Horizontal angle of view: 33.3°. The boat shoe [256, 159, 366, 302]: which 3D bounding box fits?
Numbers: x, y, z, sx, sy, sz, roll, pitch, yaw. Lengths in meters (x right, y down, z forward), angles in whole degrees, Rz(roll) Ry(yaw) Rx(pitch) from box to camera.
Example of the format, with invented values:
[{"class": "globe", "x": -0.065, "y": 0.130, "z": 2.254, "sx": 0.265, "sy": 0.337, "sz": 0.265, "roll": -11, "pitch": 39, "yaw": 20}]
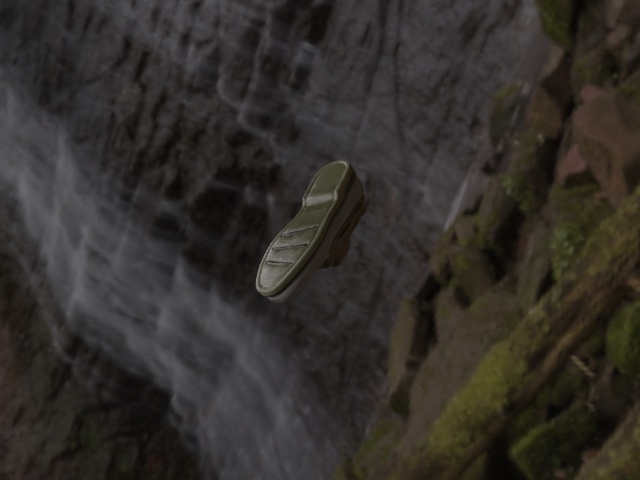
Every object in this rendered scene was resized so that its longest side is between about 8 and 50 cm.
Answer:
[{"class": "boat shoe", "x": 0.000, "y": 0.000, "z": 1.810, "sx": 0.113, "sy": 0.103, "sz": 0.302, "roll": -3, "pitch": 44, "yaw": 43}]
